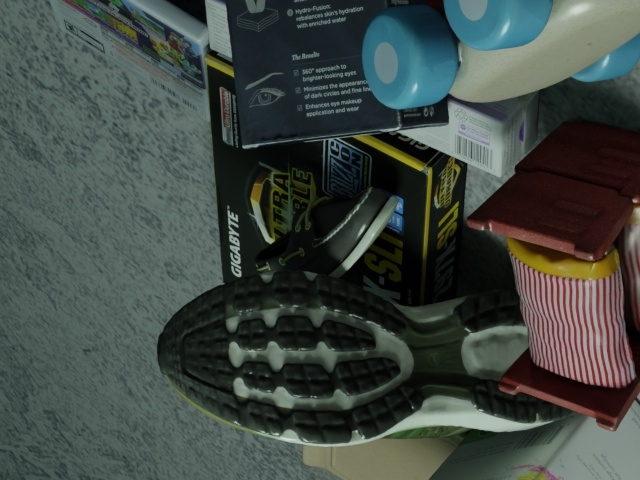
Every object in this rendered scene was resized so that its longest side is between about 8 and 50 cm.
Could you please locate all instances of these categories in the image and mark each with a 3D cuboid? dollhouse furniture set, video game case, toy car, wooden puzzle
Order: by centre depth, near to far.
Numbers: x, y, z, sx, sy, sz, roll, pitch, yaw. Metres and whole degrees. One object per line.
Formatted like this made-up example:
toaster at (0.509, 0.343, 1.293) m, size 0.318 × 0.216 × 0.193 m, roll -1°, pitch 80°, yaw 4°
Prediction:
toy car at (0.140, -0.236, 1.099) m, size 0.210 × 0.219 × 0.238 m, roll -30°, pitch 73°, yaw 57°
dollhouse furniture set at (0.318, 0.053, 1.208) m, size 0.374 × 0.152 × 0.201 m, roll 16°, pitch 137°, yaw 37°
video game case at (-0.190, -0.213, 1.537) m, size 0.201 × 0.023 × 0.183 m, roll 33°, pitch 163°, yaw 11°
wooden puzzle at (0.090, 0.240, 1.772) m, size 0.239 × 0.044 × 0.221 m, roll 26°, pitch 142°, yaw 20°

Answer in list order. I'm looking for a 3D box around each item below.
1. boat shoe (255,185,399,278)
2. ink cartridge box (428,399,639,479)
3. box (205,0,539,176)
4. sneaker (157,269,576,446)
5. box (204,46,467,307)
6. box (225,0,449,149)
boat shoe at (0.000, 0.000, 1.427) m, size 0.069 × 0.081 × 0.228 m, roll 42°, pitch 149°, yaw -2°
ink cartridge box at (0.159, 0.295, 1.460) m, size 0.119 × 0.353 × 0.207 m, roll 53°, pitch 147°, yaw -9°
box at (0.041, -0.154, 1.368) m, size 0.324 × 0.063 × 0.067 m, roll 26°, pitch 141°, yaw 27°
sneaker at (0.036, 0.131, 1.425) m, size 0.410 × 0.158 × 0.182 m, roll 6°, pitch 158°, yaw -24°
box at (0.014, -0.029, 1.526) m, size 0.257 × 0.079 × 0.322 m, roll 27°, pitch 143°, yaw 23°
box at (0.013, -0.163, 1.279) m, size 0.156 × 0.093 × 0.158 m, roll -4°, pitch 95°, yaw 33°
